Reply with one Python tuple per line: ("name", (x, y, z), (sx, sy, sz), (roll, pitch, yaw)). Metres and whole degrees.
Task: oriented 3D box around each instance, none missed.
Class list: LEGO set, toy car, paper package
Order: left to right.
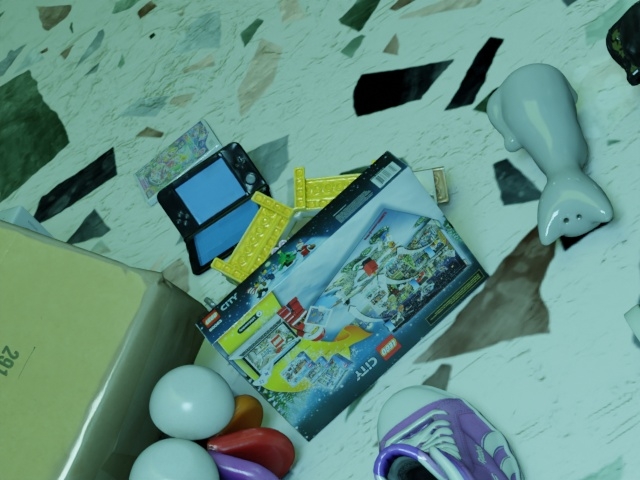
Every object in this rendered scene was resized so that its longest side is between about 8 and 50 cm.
("paper package", (-0.314, 0.152, 1.210), (0.309, 0.168, 0.325), (18, 75, 18))
("toy car", (-0.091, 0.212, 1.132), (0.136, 0.159, 0.182), (8, 46, 2))
("LEGO set", (0.000, 0.000, 1.335), (0.287, 0.107, 0.132), (-38, 68, -5))

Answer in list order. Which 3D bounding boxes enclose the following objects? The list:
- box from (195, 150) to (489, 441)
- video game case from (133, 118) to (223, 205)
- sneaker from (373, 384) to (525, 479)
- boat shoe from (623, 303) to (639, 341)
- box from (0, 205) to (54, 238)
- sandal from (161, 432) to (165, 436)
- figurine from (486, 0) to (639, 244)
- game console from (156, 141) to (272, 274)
("box", (0.024, 0.053, 1.162), (0.233, 0.159, 0.044), (-42, 36, -3))
("video game case", (-0.188, -0.104, 1.677), (0.122, 0.011, 0.087), (-38, 34, 2))
("sneaker", (0.088, 0.171, 0.969), (0.102, 0.161, 0.282), (-39, 33, 4))
("boat shoe", (0.305, 0.101, 0.905), (0.079, 0.095, 0.254), (-46, 24, 11))
("box", (-0.360, 0.091, 1.468), (0.119, 0.182, 0.181), (-13, 43, 31))
("sandal", (-0.204, 0.137, 1.373), (0.090, 0.060, 0.219), (-41, 33, -3))
("figurine", (0.272, -0.102, 1.175), (0.215, 0.092, 0.209), (-28, 40, 18))
("game console", (-0.122, -0.039, 1.490), (0.122, 0.107, 0.071), (-33, 6, 10))
